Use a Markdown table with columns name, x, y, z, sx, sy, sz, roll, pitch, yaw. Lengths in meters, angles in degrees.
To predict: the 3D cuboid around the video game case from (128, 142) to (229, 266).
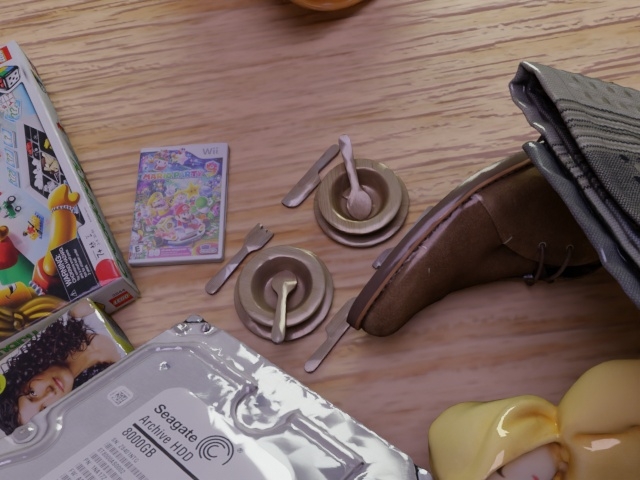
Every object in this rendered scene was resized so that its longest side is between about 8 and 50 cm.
| name | x | y | z | sx | sy | sz | roll | pitch | yaw |
| --- | --- | --- | --- | --- | --- | --- | --- | --- | --- |
| video game case | -0.131 | -0.035 | 0.662 | 0.087 | 0.011 | 0.122 | -3 | 65 | 6 |

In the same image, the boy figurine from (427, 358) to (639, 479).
| name | x | y | z | sx | sy | sz | roll | pitch | yaw |
| --- | --- | --- | --- | --- | --- | --- | --- | --- | --- |
| boy figurine | 0.214 | 0.139 | 0.452 | 0.285 | 0.177 | 0.092 | 5 | 37 | 4 |

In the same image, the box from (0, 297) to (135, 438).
| name | x | y | z | sx | sy | sz | roll | pitch | yaw |
| --- | --- | --- | --- | --- | --- | --- | --- | --- | --- |
| box | -0.252 | 0.153 | 0.567 | 0.232 | 0.058 | 0.087 | -39 | 67 | -10 |

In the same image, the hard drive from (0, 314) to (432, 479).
| name | x | y | z | sx | sy | sz | roll | pitch | yaw |
| --- | --- | --- | --- | --- | --- | --- | --- | --- | --- |
| hard drive | -0.124 | 0.195 | 0.417 | 0.237 | 0.064 | 0.339 | 29 | 44 | 32 |

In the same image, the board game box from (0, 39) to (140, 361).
| name | x | y | z | sx | sy | sz | roll | pitch | yaw |
| --- | --- | --- | --- | --- | --- | --- | --- | --- | --- |
| board game box | -0.316 | -0.031 | 0.661 | 0.193 | 0.053 | 0.305 | -29 | 65 | -6 |

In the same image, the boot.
| name | x | y | z | sx | sy | sz | roll | pitch | yaw |
| --- | --- | --- | --- | --- | --- | --- | --- | --- | --- |
| boot | 0.160 | -0.003 | 0.565 | 0.305 | 0.112 | 0.115 | -35 | 77 | -11 |

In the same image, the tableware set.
| name | x | y | z | sx | sy | sz | roll | pitch | yaw |
| --- | --- | --- | --- | --- | --- | --- | --- | --- | --- |
| tableware set | 0.000 | 0.000 | 0.614 | 0.128 | 0.039 | 0.194 | 35 | 74 | 20 |

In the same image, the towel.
| name | x | y | z | sx | sy | sz | roll | pitch | yaw |
| --- | --- | --- | --- | --- | --- | --- | --- | --- | --- |
| towel | 0.290 | 0.017 | 0.456 | 0.324 | 0.056 | 0.312 | 6 | 47 | -28 |

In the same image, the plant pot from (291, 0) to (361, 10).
| name | x | y | z | sx | sy | sz | roll | pitch | yaw |
| --- | --- | --- | --- | --- | --- | --- | --- | --- | --- |
| plant pot | -0.028 | -0.362 | 0.709 | 0.205 | 0.205 | 0.188 | -39 | 51 | -11 |
